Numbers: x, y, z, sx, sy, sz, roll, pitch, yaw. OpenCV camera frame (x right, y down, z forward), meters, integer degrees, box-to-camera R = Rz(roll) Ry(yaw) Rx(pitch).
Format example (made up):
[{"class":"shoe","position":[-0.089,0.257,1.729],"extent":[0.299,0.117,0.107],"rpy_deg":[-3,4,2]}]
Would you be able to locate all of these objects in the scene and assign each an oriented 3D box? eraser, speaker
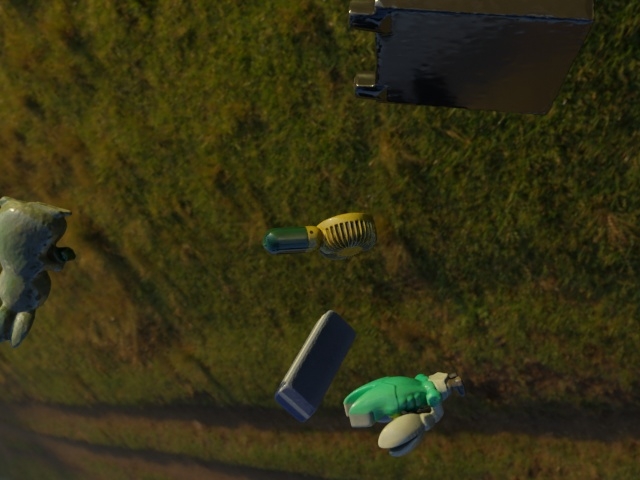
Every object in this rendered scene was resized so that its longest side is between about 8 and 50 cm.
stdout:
[{"class":"eraser","position":[-0.006,0.241,1.438],"extent":[0.082,0.225,0.036],"rpy_deg":[43,139,-12]},{"class":"speaker","position":[0.168,-0.279,0.860],"extent":[0.253,0.184,0.232],"rpy_deg":[5,166,6]}]

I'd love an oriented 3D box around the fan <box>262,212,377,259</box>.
[{"class":"fan","position":[0.000,0.000,0.957],"extent":[0.082,0.155,0.039],"rpy_deg":[126,136,-61]}]

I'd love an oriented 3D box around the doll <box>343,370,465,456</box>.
[{"class":"doll","position":[0.186,0.372,1.608],"extent":[0.258,0.195,0.153],"rpy_deg":[-9,101,19]}]

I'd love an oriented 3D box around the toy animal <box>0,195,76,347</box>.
[{"class":"toy animal","position":[-0.517,0.055,1.289],"extent":[0.127,0.251,0.125],"rpy_deg":[17,-177,22]}]
